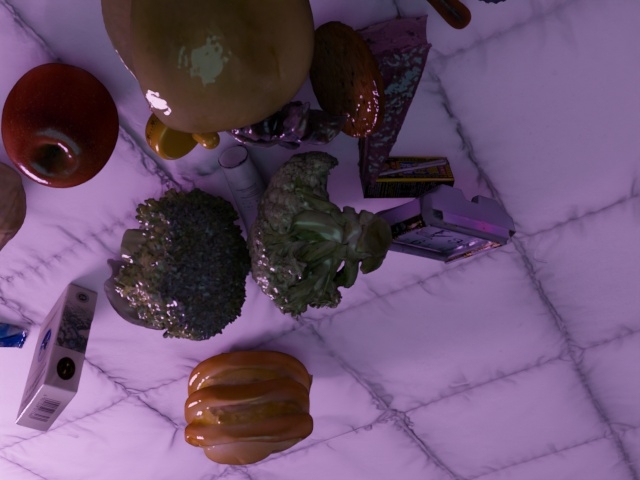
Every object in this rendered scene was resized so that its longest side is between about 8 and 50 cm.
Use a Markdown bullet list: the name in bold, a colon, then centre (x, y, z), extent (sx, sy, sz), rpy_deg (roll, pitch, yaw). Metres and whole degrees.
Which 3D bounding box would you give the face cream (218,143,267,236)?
- **face cream**: centre (-0.128, -0.078, 1.337), extent (0.092, 0.058, 0.243), rpy_deg (-17, 140, 4)

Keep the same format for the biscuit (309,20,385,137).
- **biscuit**: centre (0.041, -0.250, 1.108), extent (0.027, 0.188, 0.188), rpy_deg (-28, 141, -25)

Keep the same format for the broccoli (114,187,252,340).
- **broccoli**: centre (-0.256, 0.046, 1.317), extent (0.260, 0.288, 0.235), rpy_deg (15, 176, -5)

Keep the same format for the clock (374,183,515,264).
- **clock**: centre (0.220, -0.027, 1.338), extent (0.253, 0.083, 0.186), rpy_deg (12, 156, -38)

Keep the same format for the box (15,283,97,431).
- **box**: centre (-0.541, 0.239, 1.457), extent (0.069, 0.256, 0.164), rpy_deg (25, 127, -26)

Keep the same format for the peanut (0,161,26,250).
- **peanut**: centre (-0.628, -0.026, 1.275), extent (0.149, 0.149, 0.313), rpy_deg (30, 125, -31)

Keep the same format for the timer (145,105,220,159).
- **timer**: centre (-0.234, -0.181, 1.181), extent (0.107, 0.109, 0.107), rpy_deg (-41, 157, -21)

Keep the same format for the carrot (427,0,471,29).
- **carrot**: centre (0.164, -0.388, 1.073), extent (0.190, 0.037, 0.037), rpy_deg (34, 123, -31)

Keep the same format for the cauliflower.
- **cauliflower**: centre (0.000, 0.000, 1.264), extent (0.250, 0.272, 0.275), rpy_deg (7, 155, 21)

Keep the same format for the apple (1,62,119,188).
- **apple**: centre (-0.412, -0.183, 1.121), extent (0.181, 0.168, 0.181), rpy_deg (-2, 129, -2)

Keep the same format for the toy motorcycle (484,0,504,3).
- **toy motorcycle**: centre (0.304, -0.445, 0.981), extent (0.239, 0.108, 0.204), rpy_deg (-25, 132, 17)

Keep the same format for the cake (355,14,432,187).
- **cake**: centre (0.093, -0.228, 1.171), extent (0.113, 0.116, 0.295), rpy_deg (5, 130, -9)

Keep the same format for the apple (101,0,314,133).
- **apple**: centre (-0.153, -0.293, 0.957), extent (0.292, 0.292, 0.254), rpy_deg (-10, 132, 3)

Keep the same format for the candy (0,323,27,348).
- **candy**: centre (-0.724, 0.213, 1.568), extent (0.136, 0.038, 0.088), rpy_deg (13, 136, -31)

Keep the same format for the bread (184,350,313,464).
- **bread**: centre (-0.175, 0.382, 1.652), extent (0.316, 0.270, 0.211), rpy_deg (-7, 121, 8)

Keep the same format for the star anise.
- **star anise**: centre (-0.087, -0.189, 1.142), extent (0.262, 0.230, 0.081), rpy_deg (10, 98, 19)

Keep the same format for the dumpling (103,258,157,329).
- **dumpling**: centre (-0.368, 0.118, 1.449), extent (0.118, 0.136, 0.199), rpy_deg (-32, 120, 33)

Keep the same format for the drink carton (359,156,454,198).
- **drink carton**: centre (0.160, -0.119, 1.315), extent (0.166, 0.071, 0.056), rpy_deg (-2, 138, -7)
